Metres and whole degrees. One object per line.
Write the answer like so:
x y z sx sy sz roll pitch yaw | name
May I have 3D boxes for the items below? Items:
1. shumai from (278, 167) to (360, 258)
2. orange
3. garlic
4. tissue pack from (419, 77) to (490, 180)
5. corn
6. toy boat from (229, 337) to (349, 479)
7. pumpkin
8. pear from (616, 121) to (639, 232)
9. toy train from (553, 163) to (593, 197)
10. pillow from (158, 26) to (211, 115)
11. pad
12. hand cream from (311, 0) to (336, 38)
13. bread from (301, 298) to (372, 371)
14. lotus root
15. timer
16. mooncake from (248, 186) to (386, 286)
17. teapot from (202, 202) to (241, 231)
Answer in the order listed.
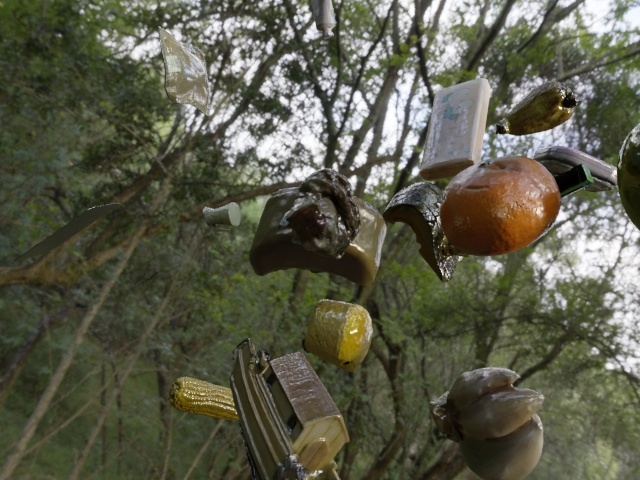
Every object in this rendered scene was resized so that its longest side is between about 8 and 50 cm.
-0.022 -0.043 1.260 0.184 0.185 0.218 55 -33 21 | shumai
0.332 -0.068 1.014 0.170 0.224 0.224 66 -22 -8 | orange
0.423 0.468 1.360 0.325 0.132 0.279 -33 -109 58 | garlic
0.397 -0.326 1.582 0.170 0.325 0.071 -8 -37 36 | tissue pack
-0.257 0.389 1.306 0.231 0.080 0.080 27 -9 -33 | corn
-0.033 0.298 0.850 0.136 0.162 0.445 34 6 -28 | toy boat
0.276 -0.037 1.322 0.248 0.131 0.126 46 -47 11 | pumpkin
0.655 -0.114 0.956 0.318 0.343 0.238 6 18 -28 | pear
0.530 -0.107 1.270 0.042 0.044 0.209 14 -32 -39 | toy train
-0.240 -0.298 0.976 0.033 0.130 0.217 -5 7 8 | pillow
-0.407 -0.015 0.874 0.003 0.157 0.112 57 5 -5 | pad
0.008 -0.607 1.427 0.084 0.053 0.142 -8 -87 57 | hand cream
0.056 0.265 1.525 0.170 0.197 0.197 13 -22 22 | bread
0.505 -0.303 1.285 0.108 0.190 0.094 63 20 -8 | lotus root
0.694 -0.192 1.476 0.208 0.069 0.191 21 2 -3 | timer
0.000 0.000 1.680 0.394 0.246 0.393 29 -31 -35 | mooncake
-0.236 -0.054 1.275 0.083 0.067 0.057 -3 -5 18 | teapot
